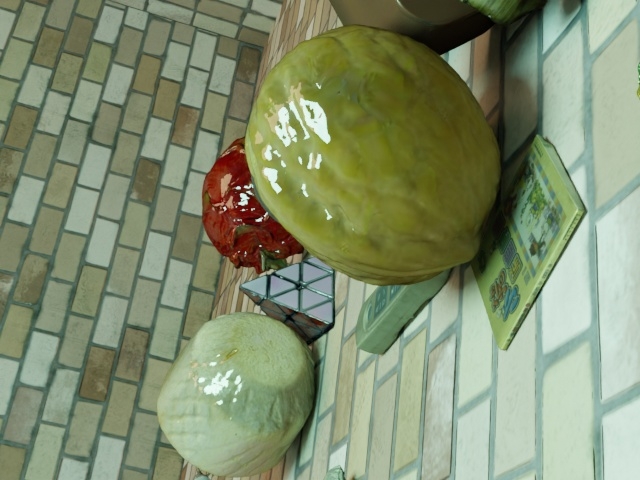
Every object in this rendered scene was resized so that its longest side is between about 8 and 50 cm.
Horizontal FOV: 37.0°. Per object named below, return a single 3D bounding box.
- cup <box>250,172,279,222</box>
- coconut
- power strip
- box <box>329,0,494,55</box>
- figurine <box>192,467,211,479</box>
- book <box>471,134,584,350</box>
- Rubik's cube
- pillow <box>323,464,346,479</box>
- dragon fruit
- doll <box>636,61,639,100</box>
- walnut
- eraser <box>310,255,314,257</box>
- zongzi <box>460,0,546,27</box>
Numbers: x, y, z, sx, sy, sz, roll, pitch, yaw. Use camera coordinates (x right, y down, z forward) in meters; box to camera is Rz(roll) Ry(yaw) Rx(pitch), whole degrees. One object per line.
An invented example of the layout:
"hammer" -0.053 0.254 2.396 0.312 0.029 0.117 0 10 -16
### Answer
"cup" 0.023 -0.096 1.681 0.257 0.227 0.301 176 80 -73
"coconut" -0.161 0.296 1.821 0.329 0.328 0.329 -165 90 -78
"power strip" 0.119 0.076 1.371 0.286 0.048 0.080 125 156 -54
"box" 0.115 -0.417 1.251 0.339 0.239 0.229 62 165 4
"figurine" -0.212 0.586 2.059 0.260 0.102 0.205 179 81 -81
"book" 0.225 -0.001 1.065 0.168 0.013 0.192 -95 23 -57
"Rubik's cube" 0.000 0.098 1.881 0.190 0.211 0.178 8 59 46
"pillow" 0.019 0.438 1.368 0.229 0.050 0.128 -94 13 -60
"dragon fruit" -0.126 -0.094 2.121 0.277 0.277 0.343 140 131 -69
"doll" 0.285 -0.128 0.803 0.113 0.076 0.078 155 120 -75
"walnut" 0.068 -0.095 1.169 0.333 0.332 0.333 -165 90 -78
"eraser" 0.000 0.000 2.037 0.038 0.019 0.083 -159 85 -79
"zongzi" 0.261 -0.334 1.016 0.221 0.112 0.242 -57 16 2
